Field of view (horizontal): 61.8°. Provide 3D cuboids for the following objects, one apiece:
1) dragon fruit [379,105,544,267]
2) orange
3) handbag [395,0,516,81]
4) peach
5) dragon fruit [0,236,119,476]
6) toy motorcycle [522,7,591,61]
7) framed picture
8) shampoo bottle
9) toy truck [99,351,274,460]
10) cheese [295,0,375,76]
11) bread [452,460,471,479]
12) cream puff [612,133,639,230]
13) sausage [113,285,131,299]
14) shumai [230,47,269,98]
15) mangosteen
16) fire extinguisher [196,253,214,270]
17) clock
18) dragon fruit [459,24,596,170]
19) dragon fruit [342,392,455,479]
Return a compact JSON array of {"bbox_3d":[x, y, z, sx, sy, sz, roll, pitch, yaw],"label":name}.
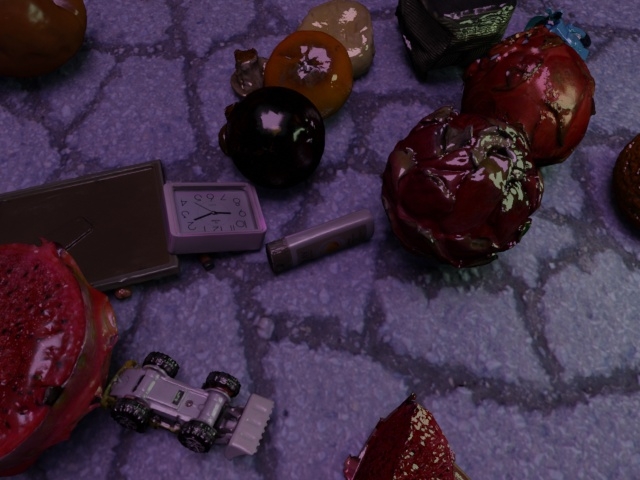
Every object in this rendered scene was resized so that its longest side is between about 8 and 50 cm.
[{"bbox_3d":[0.268,-0.095,1.055,0.329,0.329,0.329,1,59,-1],"label":"dragon fruit"},{"bbox_3d":[-0.030,-0.396,1.285,0.224,0.170,0.224,0,87,0],"label":"orange"},{"bbox_3d":[0.331,-0.590,1.391,0.247,0.240,0.340,-10,60,-6],"label":"handbag"},{"bbox_3d":[-0.769,-0.576,1.313,0.302,0.343,0.342,-13,57,17],"label":"peach"},{"bbox_3d":[-0.502,0.201,0.877,0.371,0.249,0.386,24,68,19],"label":"dragon fruit"},{"bbox_3d":[0.616,-0.505,1.419,0.182,0.123,0.272,29,61,3],"label":"toy motorcycle"},{"bbox_3d":[-0.535,-0.008,1.115,0.446,0.028,0.326,-14,53,-9],"label":"framed picture"},{"bbox_3d":[0.000,0.000,1.114,0.227,0.086,0.056,-20,60,-14],"label":"shampoo bottle"},{"bbox_3d":[-0.229,0.290,0.920,0.286,0.111,0.136,18,44,6],"label":"toy truck"},{"bbox_3d":[0.039,-0.533,1.424,0.214,0.117,0.226,1,63,6],"label":"cheese"},{"bbox_3d":[0.242,0.456,0.856,0.119,0.067,0.192,-33,66,-28],"label":"bread"},{"bbox_3d":[0.797,-0.145,1.153,0.303,0.212,0.303,1,54,-1],"label":"cream puff"},{"bbox_3d":[-0.404,0.081,1.084,0.034,0.034,0.083,-17,59,-11],"label":"sausage"},{"bbox_3d":[-0.165,-0.429,1.351,0.146,0.116,0.145,2,58,-3],"label":"shumai"},{"bbox_3d":[-0.119,-0.224,1.185,0.265,0.228,0.228,2,54,34],"label":"mangosteen"},{"bbox_3d":[-0.252,0.025,1.126,0.022,0.028,0.083,-42,64,13],"label":"fire extinguisher"},{"bbox_3d":[-0.224,-0.052,1.118,0.197,0.063,0.150,-3,53,-23],"label":"clock"},{"bbox_3d":[0.452,-0.307,1.195,0.296,0.295,0.301,-5,87,-4],"label":"dragon fruit"},{"bbox_3d":[0.120,0.400,0.867,0.126,0.161,0.274,37,52,-13],"label":"dragon fruit"}]
